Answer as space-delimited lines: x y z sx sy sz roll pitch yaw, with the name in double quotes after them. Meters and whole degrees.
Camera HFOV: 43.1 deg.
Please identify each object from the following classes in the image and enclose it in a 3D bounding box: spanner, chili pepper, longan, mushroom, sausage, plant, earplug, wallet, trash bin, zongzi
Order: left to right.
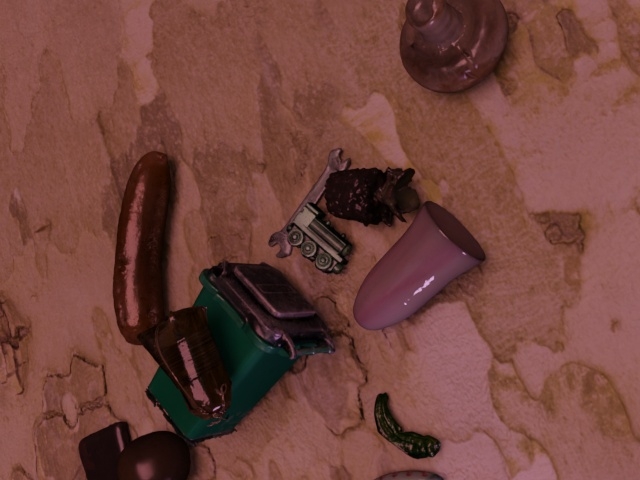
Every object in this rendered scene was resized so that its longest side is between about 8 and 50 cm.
-0.527 0.635 2.077 0.165 0.042 0.310 -26 72 20 "wallet"
-0.461 0.017 2.085 0.136 0.123 0.501 -2 81 25 "sausage"
-0.403 0.548 1.962 0.189 0.189 0.189 -4 81 27 "longan"
-0.292 0.281 1.721 0.241 0.111 0.248 -29 81 49 "zongzi"
-0.188 0.266 1.846 0.295 0.259 0.381 44 110 25 "trash bin"
-0.027 -0.087 1.931 0.071 0.017 0.302 42 103 25 "spanner"
0.116 -0.100 1.793 0.203 0.131 0.143 10 86 38 "plant"
0.175 0.407 1.738 0.182 0.050 0.073 38 108 29 "chili pepper"
0.185 0.081 1.726 0.301 0.172 0.172 -48 65 21 "earplug"
0.266 -0.440 1.711 0.243 0.243 0.244 -4 81 27 "mushroom"

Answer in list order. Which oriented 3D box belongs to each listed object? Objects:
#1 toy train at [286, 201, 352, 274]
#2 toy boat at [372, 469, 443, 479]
0.000 0.000 1.871 0.170 0.071 0.111 41 96 20 "toy train"
0.167 0.557 1.705 0.207 0.079 0.134 -14 79 24 "toy boat"
